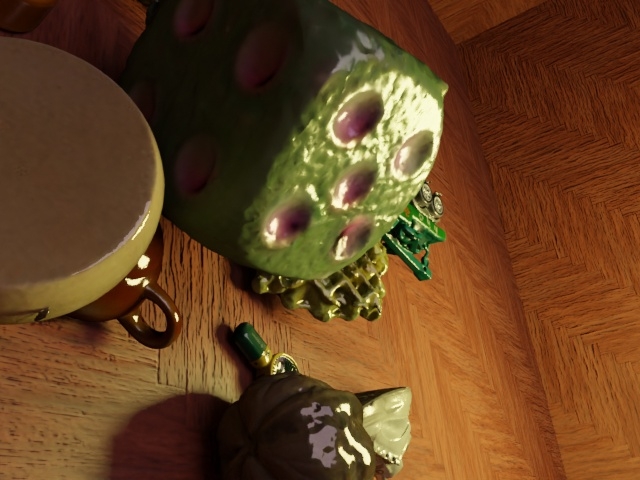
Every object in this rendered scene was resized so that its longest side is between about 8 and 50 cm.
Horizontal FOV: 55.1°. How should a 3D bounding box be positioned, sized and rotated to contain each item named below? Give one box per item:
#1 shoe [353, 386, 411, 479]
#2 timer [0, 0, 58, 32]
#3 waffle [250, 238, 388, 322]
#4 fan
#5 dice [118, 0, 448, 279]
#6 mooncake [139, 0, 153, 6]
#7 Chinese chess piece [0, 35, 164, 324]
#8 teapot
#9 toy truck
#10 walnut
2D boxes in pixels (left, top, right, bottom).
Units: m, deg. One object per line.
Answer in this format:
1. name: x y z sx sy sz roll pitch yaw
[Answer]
1. shoe: 0.084 0.346 1.063 0.316 0.124 0.159 5 74 -61
2. timer: -0.337 -0.337 0.714 0.132 0.152 0.131 41 38 -43
3. waffle: 0.000 0.000 1.089 0.317 0.073 0.297 18 56 -25
4. fan: -0.085 0.189 0.940 0.155 0.039 0.082 57 30 -19
5. dice: -0.051 -0.159 0.823 0.322 0.330 0.318 42 15 33
6. mooncake: -0.237 -0.524 0.999 0.324 0.187 0.323 43 34 -40
7. Chinese chess piece: -0.281 -0.055 0.558 0.274 0.102 0.273 11 63 -22
8. teapot: -0.231 0.016 0.690 0.252 0.135 0.178 61 32 -15
9. toy truck: 0.152 -0.057 1.382 0.363 0.177 0.177 35 50 -40
10. walnut: -0.027 0.278 0.820 0.224 0.224 0.224 41 38 -43
